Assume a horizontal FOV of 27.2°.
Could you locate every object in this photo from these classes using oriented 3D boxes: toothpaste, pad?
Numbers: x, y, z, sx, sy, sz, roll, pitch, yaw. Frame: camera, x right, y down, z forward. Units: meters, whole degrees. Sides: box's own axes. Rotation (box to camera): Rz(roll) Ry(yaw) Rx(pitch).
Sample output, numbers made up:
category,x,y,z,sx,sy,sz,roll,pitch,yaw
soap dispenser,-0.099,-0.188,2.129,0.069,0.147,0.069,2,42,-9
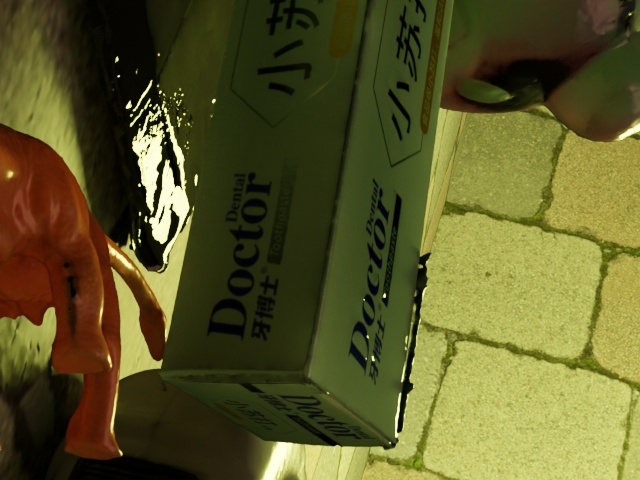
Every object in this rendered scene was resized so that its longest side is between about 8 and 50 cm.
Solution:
category,x,y,z,sx,sy,sz,roll,pitch,yaw
toothpaste,0.007,-0.079,0.522,0.089,0.071,0.312,45,49,-55
pad,-0.049,-0.114,0.504,0.233,0.022,0.174,92,15,-57

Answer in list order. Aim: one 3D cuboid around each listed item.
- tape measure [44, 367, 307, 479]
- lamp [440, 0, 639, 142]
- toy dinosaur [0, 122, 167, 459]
category,x,y,z,sx,sy,sz,roll,pitch,yaw
tape measure,-0.064,0.153,0.548,0.236,0.120,0.197,-32,129,-76
lamp,0.083,-0.201,0.711,0.247,0.247,0.301,-33,140,-31
toy dinosaur,-0.081,0.013,0.377,0.279,0.055,0.101,78,5,-68
